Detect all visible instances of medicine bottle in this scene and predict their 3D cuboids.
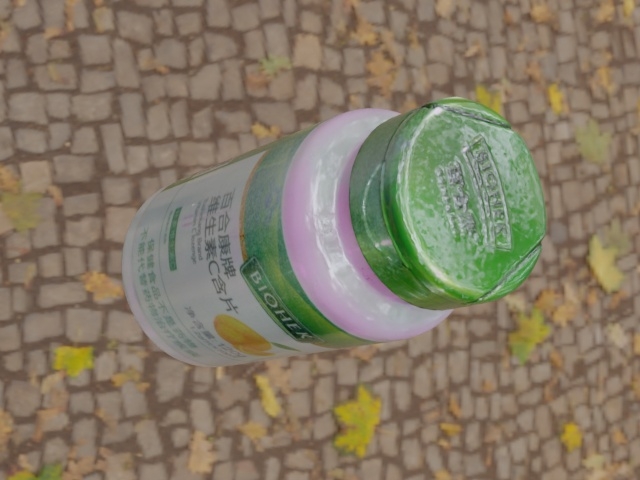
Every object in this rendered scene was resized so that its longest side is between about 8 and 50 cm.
[{"bbox_3d":[0.000,0.000,0.700,0.133,0.274,0.133,10,74,-36],"label":"medicine bottle"}]
